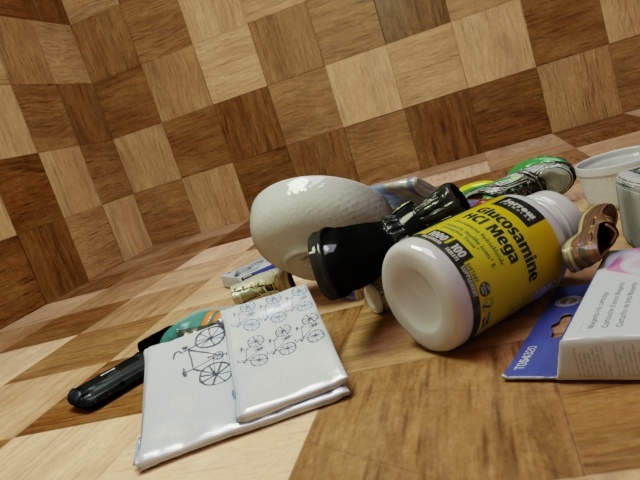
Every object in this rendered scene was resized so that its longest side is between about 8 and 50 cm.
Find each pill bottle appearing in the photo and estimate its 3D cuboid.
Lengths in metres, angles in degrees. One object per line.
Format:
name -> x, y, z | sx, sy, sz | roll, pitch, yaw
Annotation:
pill bottle -> 0.283, 0.034, 1.009 | 0.333, 0.188, 0.188 | -23, 12, -27
pill bottle -> 0.153, 0.099, 1.228 | 0.116, 0.065, 0.065 | -21, 11, -18

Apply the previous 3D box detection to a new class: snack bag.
snack bag -> -0.148, 0.208, 1.020 | 0.342, 0.037, 0.323 | -19, 27, -5

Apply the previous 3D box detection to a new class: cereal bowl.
cereal bowl -> 0.000, 0.000, 1.396 | 0.338, 0.141, 0.339 | 2, -27, 1

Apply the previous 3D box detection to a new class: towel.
towel -> 0.160, -0.084, 1.435 | 0.285, 0.034, 0.209 | -10, -20, 38

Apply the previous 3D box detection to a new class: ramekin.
ramekin -> 0.726, -0.150, 1.442 | 0.207, 0.109, 0.207 | -16, 11, 3

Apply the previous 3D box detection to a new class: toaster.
toaster -> 0.606, -0.057, 1.059 | 0.129, 0.147, 0.227 | -16, 11, 13

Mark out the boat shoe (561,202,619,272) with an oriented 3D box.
boat shoe -> 0.451, -0.009, 0.975 | 0.060, 0.064, 0.178 | -21, 14, 49

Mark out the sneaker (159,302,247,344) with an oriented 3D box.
sneaker -> -0.187, 0.187, 1.216 | 0.302, 0.108, 0.121 | -16, 6, 1

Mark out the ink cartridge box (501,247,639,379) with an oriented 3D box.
ink cartridge box -> 0.445, 0.084, 0.820 | 0.330, 0.072, 0.324 | -8, 14, 36

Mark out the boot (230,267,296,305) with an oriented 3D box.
boot -> -0.149, 0.125, 1.566 | 0.165, 0.077, 0.213 | -20, 9, -7

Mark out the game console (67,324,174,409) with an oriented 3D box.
game console -> -0.386, 0.265, 1.334 | 0.213, 0.044, 0.361 | -10, 13, 44

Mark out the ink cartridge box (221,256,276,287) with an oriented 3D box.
ink cartridge box -> -0.166, 0.090, 1.851 | 0.223, 0.045, 0.224 | -24, 12, -30

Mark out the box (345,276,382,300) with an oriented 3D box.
box -> 0.098, 0.105, 1.394 | 0.136, 0.028, 0.081 | -27, 14, -30

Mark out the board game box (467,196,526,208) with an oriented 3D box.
board game box -> 0.444, -0.058, 1.416 | 0.145, 0.027, 0.281 | 25, -9, -24

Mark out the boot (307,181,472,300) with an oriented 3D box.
boot -> 0.145, -0.006, 1.115 | 0.260, 0.131, 0.348 | -22, -2, 24

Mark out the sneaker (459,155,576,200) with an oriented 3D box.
sneaker -> 0.516, -0.115, 1.628 | 0.343, 0.134, 0.146 | -23, 14, 26
